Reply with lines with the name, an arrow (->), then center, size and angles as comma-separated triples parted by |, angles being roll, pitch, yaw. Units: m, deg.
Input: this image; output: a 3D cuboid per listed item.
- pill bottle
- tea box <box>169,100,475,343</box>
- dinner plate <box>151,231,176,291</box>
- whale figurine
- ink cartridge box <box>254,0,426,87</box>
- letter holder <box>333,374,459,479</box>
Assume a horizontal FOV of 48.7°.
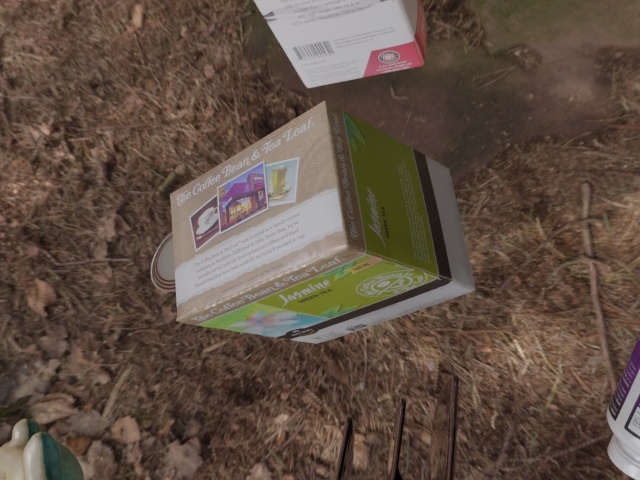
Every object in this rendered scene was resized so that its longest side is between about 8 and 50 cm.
pill bottle -> 0.631, 0.271, 1.260 | 0.182, 0.181, 0.322 | 14, 113, 2
tea box -> 0.000, 0.000, 1.073 | 0.329, 0.324, 0.219 | -25, 61, 35
dinner plate -> -0.259, 0.029, 1.305 | 0.017, 0.141, 0.141 | 32, 88, 29
whale figurine -> -0.451, 0.395, 1.167 | 0.141, 0.272, 0.216 | -1, 60, -33
ink cartridge box -> 0.015, -0.286, 0.793 | 0.159, 0.218, 0.092 | -6, 60, 22
letter holder -> 0.109, 0.315, 1.043 | 0.152, 0.301, 0.214 | 8, 64, 7
